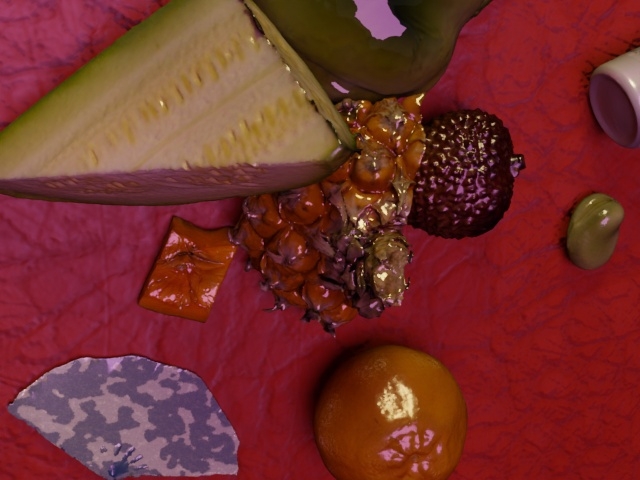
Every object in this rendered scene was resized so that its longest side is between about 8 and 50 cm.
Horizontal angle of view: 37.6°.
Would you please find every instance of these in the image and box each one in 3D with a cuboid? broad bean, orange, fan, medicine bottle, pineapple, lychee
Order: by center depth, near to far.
[{"bbox_3d":[0.037,-0.253,0.791,0.238,0.119,0.291,-17,108,-1],"label":"broad bean"},{"bbox_3d":[-0.002,0.004,0.809,0.140,0.164,0.249,11,135,-16],"label":"pineapple"},{"bbox_3d":[0.125,-0.060,0.879,0.129,0.123,0.123,-10,110,-5],"label":"lychee"},{"bbox_3d":[-0.178,0.176,0.914,0.240,0.009,0.131,23,98,-22],"label":"fan"},{"bbox_3d":[0.073,0.183,0.927,0.159,0.136,0.158,-4,105,-14],"label":"orange"},{"bbox_3d":[0.402,-0.181,0.941,0.260,0.095,0.095,-23,112,-9],"label":"medicine bottle"},{"bbox_3d":[0.287,-0.007,0.988,0.063,0.045,0.083,-1,115,-29],"label":"broad bean"}]

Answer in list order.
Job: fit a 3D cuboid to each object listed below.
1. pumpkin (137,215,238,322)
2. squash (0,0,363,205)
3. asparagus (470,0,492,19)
[{"bbox_3d":[-0.119,0.029,0.874,0.073,0.035,0.101,17,99,-24],"label":"pumpkin"},{"bbox_3d":[-0.124,-0.054,0.764,0.289,0.203,0.111,-37,159,11],"label":"squash"},{"bbox_3d":[0.174,-0.242,0.889,0.233,0.022,0.023,-36,69,-2],"label":"asparagus"}]
